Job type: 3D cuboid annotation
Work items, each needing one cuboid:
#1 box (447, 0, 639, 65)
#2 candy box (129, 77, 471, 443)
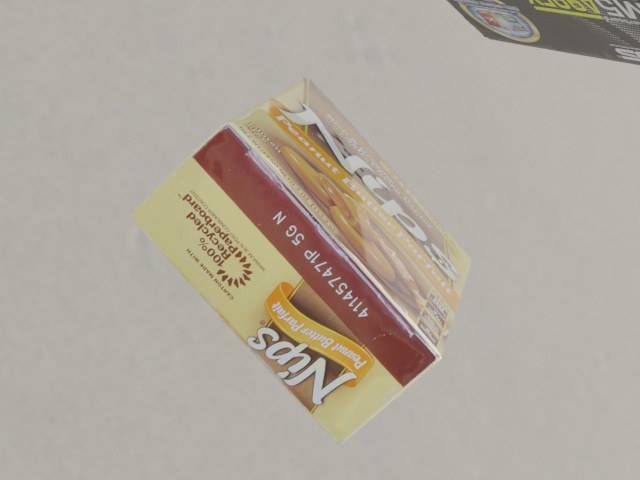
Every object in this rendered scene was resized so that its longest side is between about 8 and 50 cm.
[{"bbox_3d":[0.181,-0.226,1.561,0.216,0.270,0.060,38,77,-41],"label":"box"},{"bbox_3d":[0.000,0.000,1.237,0.183,0.087,0.316,49,13,-2],"label":"candy box"}]
